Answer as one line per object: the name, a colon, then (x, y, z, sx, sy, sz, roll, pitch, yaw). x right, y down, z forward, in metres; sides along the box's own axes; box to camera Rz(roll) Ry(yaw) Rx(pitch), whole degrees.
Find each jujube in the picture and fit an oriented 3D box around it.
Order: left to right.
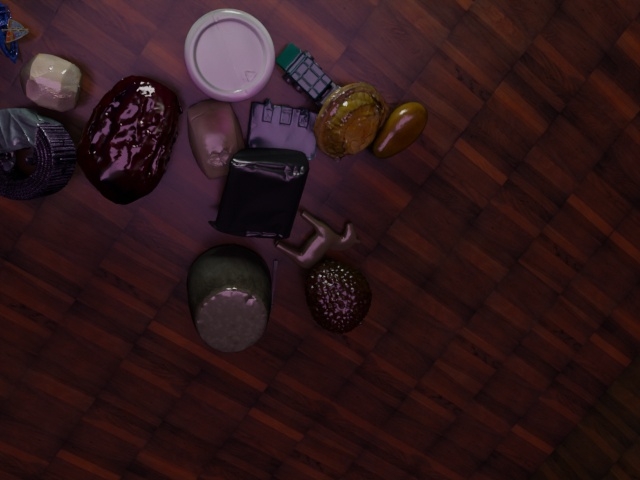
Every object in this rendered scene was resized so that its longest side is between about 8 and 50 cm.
jujube: (-0.567, -0.297, 1.683, 0.258, 0.258, 0.377, 23, 89, -16)

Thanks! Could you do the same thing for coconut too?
coconut: (-0.781, -0.457, 1.633, 0.162, 0.161, 0.161, 12, 105, -22)

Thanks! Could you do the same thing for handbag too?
handbag: (-0.200, -0.160, 1.798, 0.274, 0.178, 0.302, 7, 130, -16)
handbag: (-0.118, -0.361, 1.835, 0.229, 0.062, 0.179, 6, 103, -11)

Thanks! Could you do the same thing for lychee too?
lychee: (0.060, 0.191, 1.948, 0.235, 0.236, 0.271, -34, 109, 1)

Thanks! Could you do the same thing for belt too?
belt: (-0.862, -0.249, 1.640, 0.324, 0.122, 0.260, 2, 103, 24)

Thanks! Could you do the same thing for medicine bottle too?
medicine bottle: (-0.266, -0.537, 1.657, 0.252, 0.241, 0.253, -3, 108, -8)

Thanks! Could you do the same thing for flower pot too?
flower pot: (-0.297, 0.194, 1.832, 0.293, 0.330, 0.294, -2, 106, -8)

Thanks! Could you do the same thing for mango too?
mango: (0.261, -0.359, 1.872, 0.227, 0.099, 0.136, -47, 139, 4)

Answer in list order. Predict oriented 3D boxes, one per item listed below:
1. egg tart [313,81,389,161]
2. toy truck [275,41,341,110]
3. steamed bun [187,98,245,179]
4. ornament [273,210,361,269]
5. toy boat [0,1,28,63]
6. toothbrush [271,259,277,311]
egg tart: (0.105, -0.356, 1.789, 0.290, 0.107, 0.291, -25, 142, -22)
toy truck: (-0.026, -0.501, 1.776, 0.253, 0.124, 0.114, 41, 99, -17)
steamed bun: (-0.324, -0.312, 1.762, 0.169, 0.152, 0.239, -15, 112, -6)
ornament: (0.000, 0.000, 1.965, 0.244, 0.061, 0.230, 36, 95, -20)
toy boat: (-0.883, -0.594, 1.607, 0.110, 0.091, 0.175, -2, 113, 8)
toothbrush: (-0.167, 0.163, 2.009, 0.014, 0.017, 0.195, 2, 104, -17)
